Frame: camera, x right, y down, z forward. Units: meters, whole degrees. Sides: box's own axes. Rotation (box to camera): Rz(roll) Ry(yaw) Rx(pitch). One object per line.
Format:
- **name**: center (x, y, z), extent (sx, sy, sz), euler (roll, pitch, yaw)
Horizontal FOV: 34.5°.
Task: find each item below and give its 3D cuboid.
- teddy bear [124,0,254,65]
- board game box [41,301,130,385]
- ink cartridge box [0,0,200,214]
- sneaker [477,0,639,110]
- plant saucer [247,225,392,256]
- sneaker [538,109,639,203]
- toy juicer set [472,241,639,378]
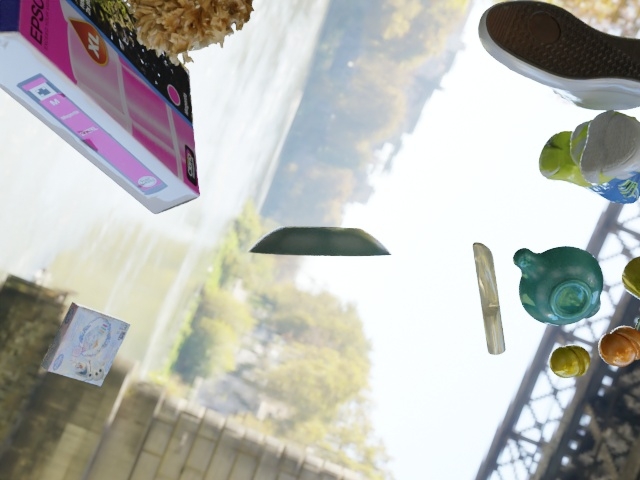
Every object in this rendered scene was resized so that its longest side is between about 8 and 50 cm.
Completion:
- **teddy bear**: center (-0.040, -0.279, 0.697), extent (0.338, 0.113, 0.245), euler (-41, -144, 31)
- **board game box**: center (-0.298, 0.133, 1.315), extent (0.090, 0.020, 0.090), euler (29, 86, -49)
- **ink cartridge box**: center (-0.234, -0.184, 0.950), extent (0.371, 0.069, 0.176), euler (43, 32, -52)
- **sneaker**: center (0.308, -0.215, 1.307), extent (0.123, 0.290, 0.106), euler (148, -49, -61)
- **plant saucer**: center (0.000, 0.000, 1.376), extent (0.195, 0.195, 0.037), euler (-147, -121, -87)
- **sneaker**: center (0.374, -0.099, 1.286), extent (0.240, 0.126, 0.091), euler (-160, -90, -77)
- **toy juicer set**: center (0.367, 0.108, 1.607), extent (0.089, 0.329, 0.209), euler (-104, -158, -68)
